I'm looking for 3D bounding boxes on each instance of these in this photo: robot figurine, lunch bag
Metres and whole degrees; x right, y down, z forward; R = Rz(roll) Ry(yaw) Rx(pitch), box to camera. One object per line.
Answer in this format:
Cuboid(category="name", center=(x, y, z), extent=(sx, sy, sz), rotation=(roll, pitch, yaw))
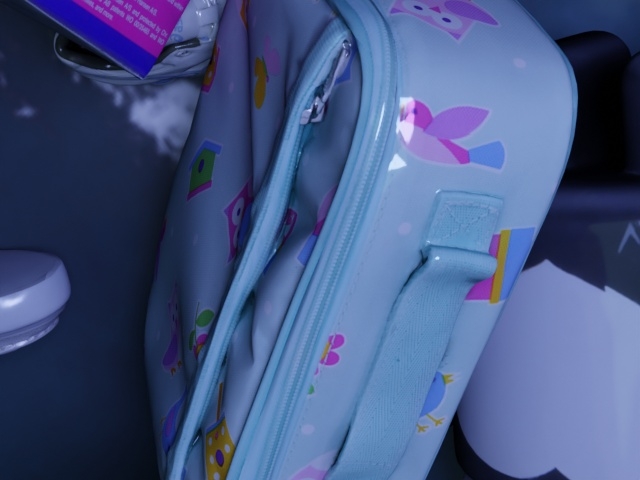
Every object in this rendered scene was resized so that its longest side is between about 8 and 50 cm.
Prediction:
Cuboid(category="robot figurine", center=(0.144, 0.045, 0.621), extent=(0.173, 0.209, 0.278), rotation=(-8, 104, -16))
Cuboid(category="lunch bag", center=(0.000, 0.000, 0.583), extent=(0.107, 0.224, 0.279), rotation=(9, 119, -17))

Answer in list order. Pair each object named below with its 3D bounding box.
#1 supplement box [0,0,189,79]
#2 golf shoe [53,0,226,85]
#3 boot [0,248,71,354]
Cuboid(category="supplement box", center=(-0.088, -0.204, 0.596), extent=(0.111, 0.114, 0.220), rotation=(29, 89, 24))
Cuboid(category="golf shoe", center=(-0.051, -0.109, 0.671), extent=(0.176, 0.086, 0.069), rotation=(-13, 100, 13))
Cuboid(category="boot", center=(-0.242, 0.086, 0.770), extent=(0.258, 0.095, 0.123), rotation=(-10, 108, 23))
